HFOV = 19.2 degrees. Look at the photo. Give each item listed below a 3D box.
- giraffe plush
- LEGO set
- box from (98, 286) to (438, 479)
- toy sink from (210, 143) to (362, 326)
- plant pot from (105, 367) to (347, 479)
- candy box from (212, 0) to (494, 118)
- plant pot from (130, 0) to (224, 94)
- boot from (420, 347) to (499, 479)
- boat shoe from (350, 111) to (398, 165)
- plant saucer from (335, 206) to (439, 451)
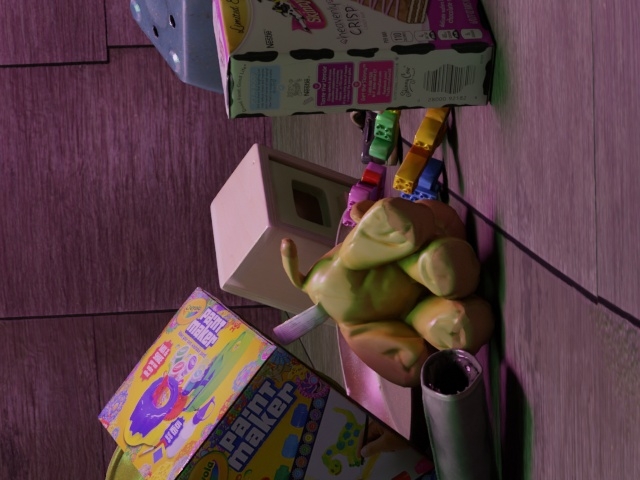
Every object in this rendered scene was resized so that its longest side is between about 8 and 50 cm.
[{"bbox_3d":[0.077,0.028,1.774,0.170,0.210,0.181,-41,-65,-56],"label":"giraffe plush"},{"bbox_3d":[0.075,-0.077,1.861,0.227,0.087,0.093,95,-159,-51],"label":"LEGO set"},{"bbox_3d":[-0.032,0.215,1.838,0.177,0.279,0.290,-52,19,-3],"label":"box"},{"bbox_3d":[0.000,0.000,2.333,0.131,0.234,0.153,-51,31,34],"label":"toy sink"},{"bbox_3d":[-0.057,0.408,2.435,0.353,0.366,0.366,-120,25,-48],"label":"plant pot"},{"bbox_3d":[0.025,-0.186,1.687,0.159,0.233,0.071,-102,11,-50],"label":"candy box"},{"bbox_3d":[-0.076,-0.303,2.109,0.247,0.252,0.248,53,152,39],"label":"plant pot"},{"bbox_3d":[0.133,0.221,1.632,0.189,0.076,0.208,-114,20,-65],"label":"boot"},{"bbox_3d":[0.059,-0.150,2.199,0.056,0.049,0.152,93,171,-48],"label":"boat shoe"},{"bbox_3d":[0.076,0.111,2.094,0.310,0.050,0.310,173,90,-78],"label":"plant saucer"}]
